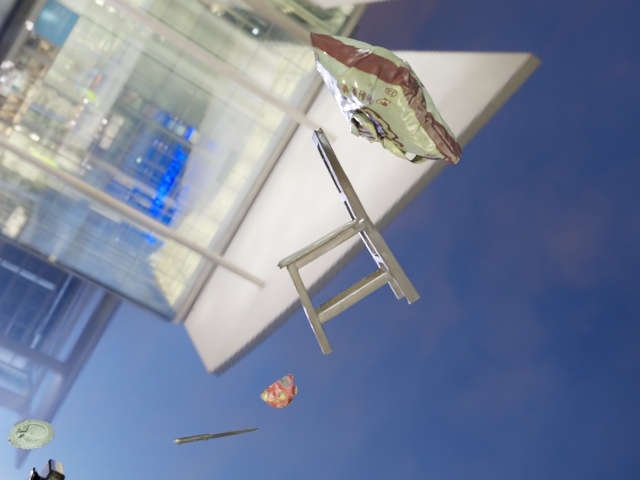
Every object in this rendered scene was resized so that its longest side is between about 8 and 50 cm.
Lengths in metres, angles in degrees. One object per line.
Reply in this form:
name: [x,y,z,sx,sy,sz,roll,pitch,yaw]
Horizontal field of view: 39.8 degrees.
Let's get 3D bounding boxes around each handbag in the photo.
handbag: [0.100,-0.218,1.364,0.213,0.235,0.127,28,-100,38]

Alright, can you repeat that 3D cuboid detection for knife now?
knife: [-0.204,0.386,1.749,0.023,0.170,0.010,111,-30,-57]

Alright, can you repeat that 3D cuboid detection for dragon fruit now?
dragon fruit: [-0.087,0.354,2.058,0.083,0.060,0.056,-21,164,-46]

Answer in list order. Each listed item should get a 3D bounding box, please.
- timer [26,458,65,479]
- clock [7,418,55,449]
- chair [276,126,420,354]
timer: [-0.484,0.453,1.452,0.187,0.055,0.144,-62,-166,-12]
clock: [-0.541,0.363,1.658,0.074,0.083,0.010,-85,-178,-56]
chair: [0.000,0.000,1.914,0.240,0.416,0.203,-31,-179,0]
